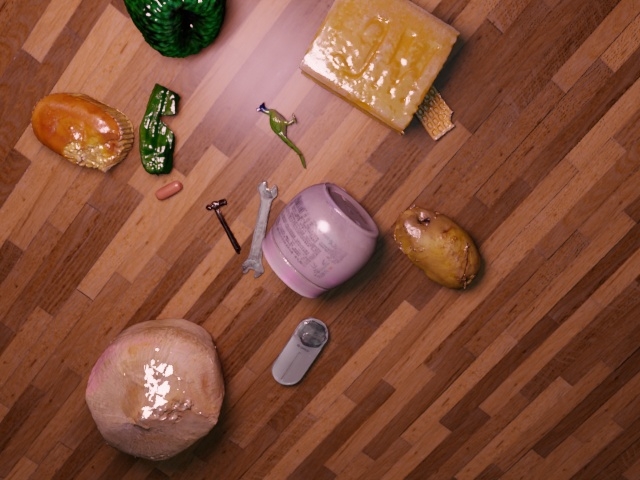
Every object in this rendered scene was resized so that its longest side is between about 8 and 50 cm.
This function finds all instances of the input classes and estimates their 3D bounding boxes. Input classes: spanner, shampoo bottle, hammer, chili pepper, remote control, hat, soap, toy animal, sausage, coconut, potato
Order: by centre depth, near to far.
[{"bbox_3d":[-0.394,-0.645,1.306,0.242,0.274,0.332,-25,80,-25],"label":"hat"},{"bbox_3d":[0.153,-0.486,1.382,0.335,0.156,0.294,32,102,-3],"label":"soap"},{"bbox_3d":[0.000,0.000,1.456,0.273,0.273,0.266,43,111,-10],"label":"shampoo bottle"},{"bbox_3d":[-0.453,-0.308,1.476,0.099,0.083,0.254,9,100,-3],"label":"chili pepper"},{"bbox_3d":[-0.086,-0.309,1.494,0.075,0.041,0.217,-37,106,11],"label":"toy animal"},{"bbox_3d":[0.343,0.019,1.527,0.300,0.140,0.173,39,106,-13],"label":"potato"},{"bbox_3d":[-0.467,0.437,1.528,0.404,0.404,0.405,0,105,0],"label":"coconut"},{"bbox_3d":[-0.443,-0.146,1.541,0.083,0.034,0.034,-27,103,6],"label":"sausage"},{"bbox_3d":[-0.277,-0.038,1.575,0.065,0.021,0.178,-24,104,5],"label":"hammer"},{"bbox_3d":[-0.179,-0.029,1.579,0.071,0.017,0.302,13,105,-4],"label":"spanner"},{"bbox_3d":[-0.065,0.347,1.662,0.104,0.052,0.247,32,102,-9],"label":"remote control"}]

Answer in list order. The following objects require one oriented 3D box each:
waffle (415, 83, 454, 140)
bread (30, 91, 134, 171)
[{"bbox_3d":[0.320,-0.359,1.487,0.092,0.021,0.135,-38,101,10],"label":"waffle"},{"bbox_3d":[-0.653,-0.303,1.451,0.250,0.133,0.179,27,100,-8],"label":"bread"}]
